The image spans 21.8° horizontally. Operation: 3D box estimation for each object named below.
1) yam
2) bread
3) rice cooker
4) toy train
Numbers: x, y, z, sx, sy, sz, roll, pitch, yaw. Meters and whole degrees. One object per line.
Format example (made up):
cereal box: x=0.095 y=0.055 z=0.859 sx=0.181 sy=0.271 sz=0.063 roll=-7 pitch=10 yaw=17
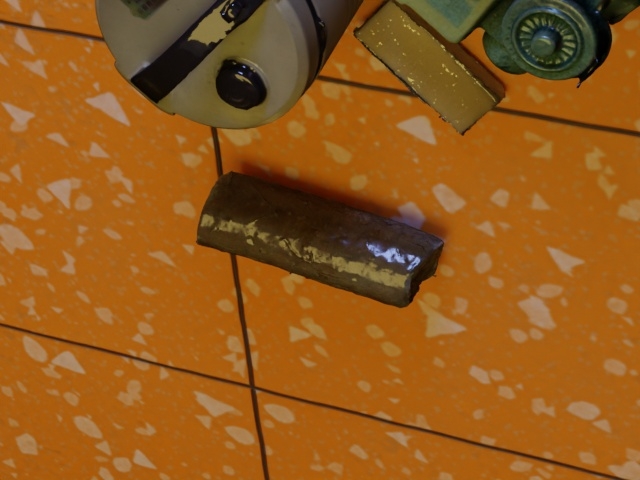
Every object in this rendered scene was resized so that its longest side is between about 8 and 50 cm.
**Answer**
yam: x=0.000 y=0.000 z=1.781 sx=0.259 sy=0.093 sz=0.093 roll=18 pitch=136 yaw=14
bread: x=0.106 y=-0.172 z=1.607 sx=0.154 sy=0.028 sz=0.068 roll=41 pitch=136 yaw=-9
rice cooker: x=-0.082 y=-0.229 z=1.504 sx=0.226 sy=0.244 sz=0.226 roll=15 pitch=138 yaw=14
toy train: x=0.208 y=-0.296 z=1.357 sx=0.237 sy=0.150 sz=0.369 roll=40 pitch=135 yaw=-1
